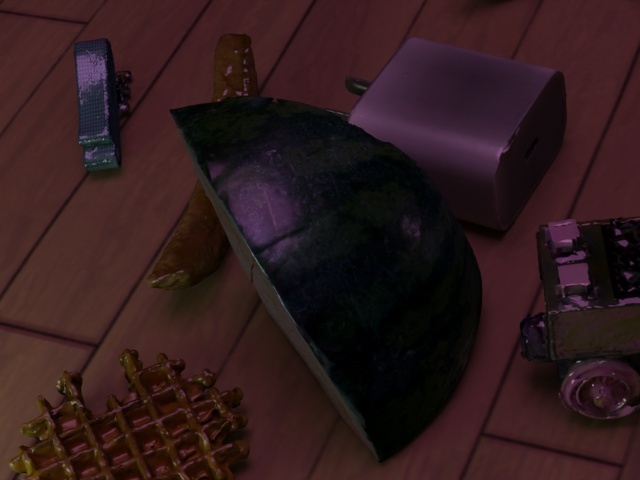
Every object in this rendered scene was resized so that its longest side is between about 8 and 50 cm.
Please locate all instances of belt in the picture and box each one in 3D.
[{"bbox_3d":[-0.266,-0.155,2.010,0.065,0.100,0.179,-7,60,3],"label":"belt"}]

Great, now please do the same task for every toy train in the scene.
[{"bbox_3d":[0.319,0.071,1.579,0.261,0.177,0.134,-5,45,6],"label":"toy train"}]

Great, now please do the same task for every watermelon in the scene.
[{"bbox_3d":[0.032,-0.003,1.655,0.222,0.292,0.319,-27,38,-9],"label":"watermelon"}]

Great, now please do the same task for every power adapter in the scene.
[{"bbox_3d":[0.125,-0.128,1.857,0.255,0.124,0.187,16,49,26],"label":"power adapter"}]

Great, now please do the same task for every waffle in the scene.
[{"bbox_3d":[-0.190,0.208,1.641,0.232,0.051,0.228,14,50,22],"label":"waffle"}]

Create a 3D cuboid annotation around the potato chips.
[{"bbox_3d":[-0.116,-0.084,1.897,0.057,0.080,0.407,-12,44,24],"label":"potato chips"}]
